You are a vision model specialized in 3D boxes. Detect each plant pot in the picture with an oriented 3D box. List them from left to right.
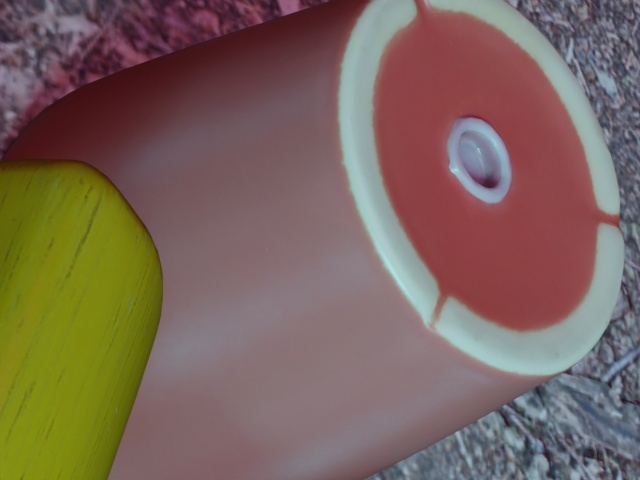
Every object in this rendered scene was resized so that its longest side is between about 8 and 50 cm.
[{"bbox_3d":[0.000,0.000,0.739,0.275,0.243,0.275,19,61,-37],"label":"plant pot"}]

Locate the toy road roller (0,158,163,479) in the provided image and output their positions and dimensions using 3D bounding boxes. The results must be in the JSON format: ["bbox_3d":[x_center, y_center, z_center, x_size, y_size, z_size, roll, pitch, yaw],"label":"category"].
[{"bbox_3d":[-0.151,0.085,0.498,0.329,0.240,0.202,58,40,-47],"label":"toy road roller"}]
